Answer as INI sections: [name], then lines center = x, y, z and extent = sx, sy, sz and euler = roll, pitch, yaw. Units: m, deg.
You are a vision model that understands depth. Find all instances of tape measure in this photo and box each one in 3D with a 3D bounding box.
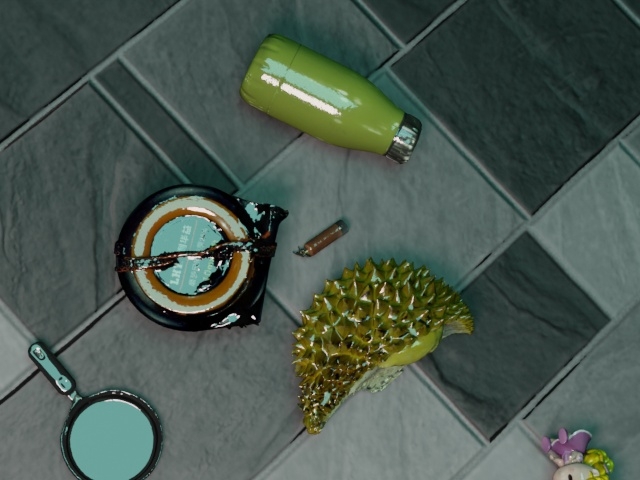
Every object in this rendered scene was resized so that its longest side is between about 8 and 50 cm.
[tape measure]
center = -0.168, 0.024, 1.950
extent = 0.223, 0.135, 0.202
euler = 11, 84, -4

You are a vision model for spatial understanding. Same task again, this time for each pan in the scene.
[pan]
center = -0.310, 0.229, 1.921
extent = 0.136, 0.028, 0.235
euler = -39, 88, -17

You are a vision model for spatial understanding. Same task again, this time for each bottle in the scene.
[bottle]
center = 0.019, -0.194, 2.048
extent = 0.260, 0.112, 0.112
euler = 26, 73, -3

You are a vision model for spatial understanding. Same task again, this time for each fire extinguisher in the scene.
[fire extinguisher]
center = 0.000, 0.000, 2.041
extent = 0.083, 0.022, 0.028
euler = -34, 45, -16

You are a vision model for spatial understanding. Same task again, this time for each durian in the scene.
[durian]
center = 0.070, 0.132, 1.969
extent = 0.306, 0.166, 0.172
euler = -40, 55, -22

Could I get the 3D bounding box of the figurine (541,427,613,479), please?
[figurine]
center = 0.366, 0.347, 1.979
extent = 0.115, 0.095, 0.156
euler = 15, 53, -27
